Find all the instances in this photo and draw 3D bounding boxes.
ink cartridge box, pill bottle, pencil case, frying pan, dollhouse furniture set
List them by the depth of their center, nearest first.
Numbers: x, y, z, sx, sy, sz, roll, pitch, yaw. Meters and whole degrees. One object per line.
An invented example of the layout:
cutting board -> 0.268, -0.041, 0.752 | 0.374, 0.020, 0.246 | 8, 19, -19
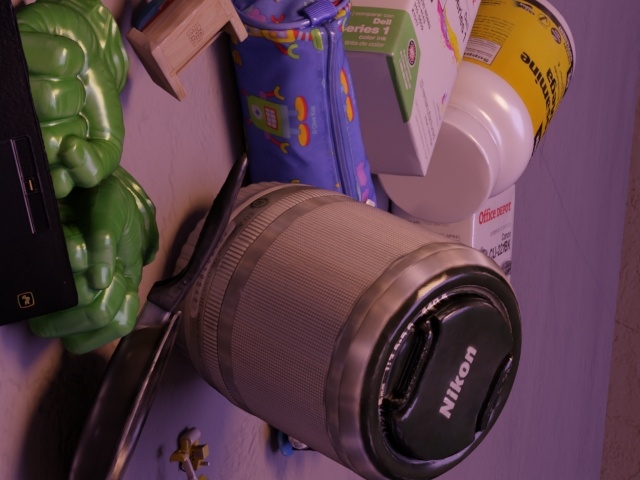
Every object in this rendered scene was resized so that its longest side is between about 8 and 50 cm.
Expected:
frying pan -> -0.142, 0.098, 1.428 | 0.197, 0.053, 0.326 | -70, 180, -51
dollhouse furniture set -> -0.115, -0.243, 1.507 | 0.183, 0.129, 0.129 | -47, 148, -11
pencil case -> -0.012, -0.110, 1.761 | 0.119, 0.133, 0.306 | -33, 129, -34
ink cartridge box -> 0.080, -0.241, 1.992 | 0.201, 0.117, 0.278 | 70, 31, -50
pill bottle -> 0.184, -0.164, 2.197 | 0.334, 0.188, 0.188 | -57, 147, -51
ink cartridge box -> 0.166, 0.062, 2.315 | 0.197, 0.114, 0.273 | -21, 114, -67

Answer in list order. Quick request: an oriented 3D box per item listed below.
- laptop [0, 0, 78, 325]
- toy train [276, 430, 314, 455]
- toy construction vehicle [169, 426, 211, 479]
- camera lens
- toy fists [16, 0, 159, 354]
laptop -> -0.279, 0.007, 1.052 | 0.136, 0.264, 0.234 | -120, -161, -55
toy train -> 0.006, 0.173, 1.969 | 0.184, 0.080, 0.105 | -19, 107, -68
toy construction vehicle -> -0.119, 0.232, 1.699 | 0.086, 0.035, 0.098 | -33, 126, -65
camera lens -> 0.024, 0.078, 1.616 | 0.219, 0.274, 0.219 | -21, 122, -38
toy fists -> -0.187, -0.044, 1.352 | 0.142, 0.096, 0.279 | -57, 148, -49
